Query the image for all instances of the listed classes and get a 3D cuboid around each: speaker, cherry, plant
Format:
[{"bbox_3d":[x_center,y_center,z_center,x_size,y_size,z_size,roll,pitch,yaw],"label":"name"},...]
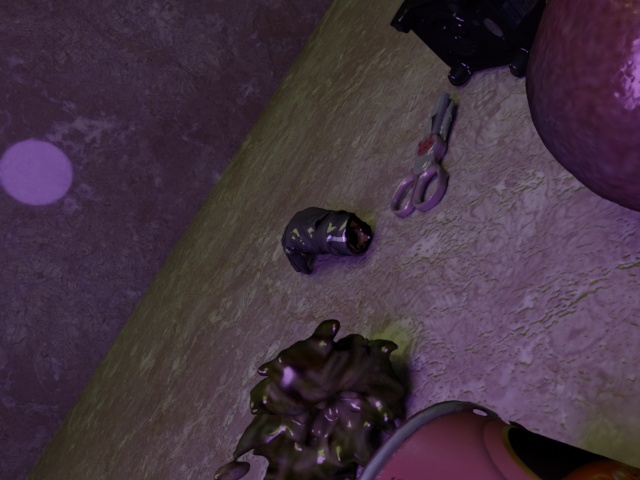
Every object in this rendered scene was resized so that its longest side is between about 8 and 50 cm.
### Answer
[{"bbox_3d":[0.280,-0.415,0.888,0.254,0.184,0.232,-56,23,-3],"label":"speaker"},{"bbox_3d":[0.285,-0.162,0.438,0.221,0.307,0.261,-4,37,11],"label":"cherry"},{"bbox_3d":[-0.025,0.174,0.746,0.251,0.180,0.333,-43,20,3],"label":"plant"}]

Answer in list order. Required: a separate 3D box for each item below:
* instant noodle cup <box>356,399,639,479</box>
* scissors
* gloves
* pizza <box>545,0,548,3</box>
[{"bbox_3d":[0.160,0.217,0.270,0.255,0.244,0.244,-8,51,50],"label":"instant noodle cup"},{"bbox_3d":[0.185,-0.150,0.918,0.118,0.030,0.242,-18,48,56],"label":"scissors"},{"bbox_3d":[-0.002,-0.009,1.034,0.142,0.119,0.285,-33,5,-31],"label":"gloves"},{"bbox_3d":[0.391,-0.369,0.634,0.251,0.074,0.288,-44,3,45],"label":"pizza"}]
